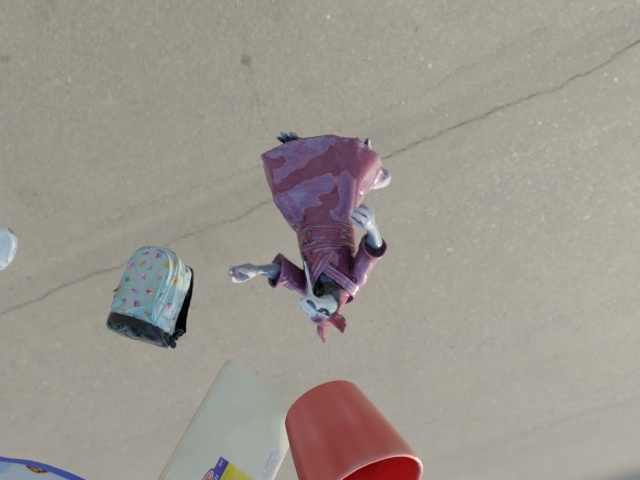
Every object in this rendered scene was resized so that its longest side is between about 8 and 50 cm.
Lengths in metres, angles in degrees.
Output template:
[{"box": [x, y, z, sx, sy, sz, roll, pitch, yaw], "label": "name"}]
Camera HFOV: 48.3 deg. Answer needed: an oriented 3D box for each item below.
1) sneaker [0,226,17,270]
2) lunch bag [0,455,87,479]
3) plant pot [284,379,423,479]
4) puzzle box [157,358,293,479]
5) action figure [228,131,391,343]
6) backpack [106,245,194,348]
[{"box": [-0.543, 0.039, 1.133, 0.152, 0.053, 0.061, -44, 177, 3], "label": "sneaker"}, {"box": [-0.520, 0.581, 1.242, 0.385, 0.328, 0.239, 33, 115, -11], "label": "lunch bag"}, {"box": [0.054, 0.462, 1.584, 0.275, 0.243, 0.275, -17, 136, -17], "label": "plant pot"}, {"box": [-0.234, 0.554, 1.881, 0.272, 0.409, 0.052, 41, 142, -15], "label": "puzzle box"}, {"box": [0.000, 0.000, 1.253, 0.248, 0.370, 0.276, -8, 162, 16], "label": "action figure"}, {"box": [-0.323, 0.104, 1.384, 0.152, 0.182, 0.115, 13, 161, 20], "label": "backpack"}]
